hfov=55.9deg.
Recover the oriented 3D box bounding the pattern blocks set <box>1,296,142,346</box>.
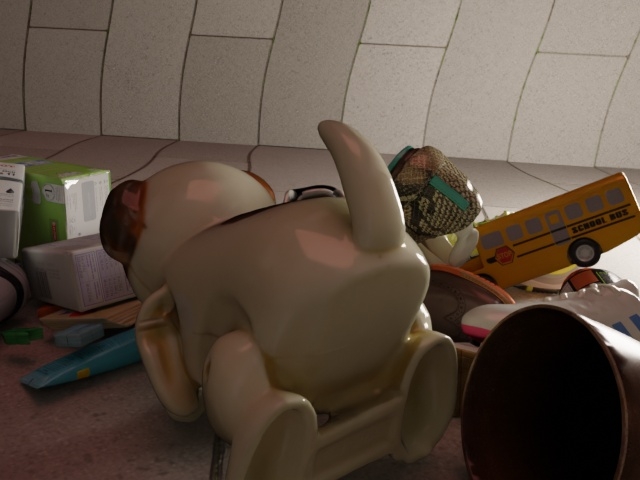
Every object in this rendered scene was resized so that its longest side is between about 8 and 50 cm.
[{"bbox_3d":[-0.317,0.105,0.944,0.285,0.026,0.325,-3,10,33],"label":"pattern blocks set"}]

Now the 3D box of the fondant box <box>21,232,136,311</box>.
[{"bbox_3d":[-0.305,0.026,1.047,0.330,0.096,0.238,-17,12,-40],"label":"fondant box"}]

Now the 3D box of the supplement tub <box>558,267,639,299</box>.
[{"bbox_3d":[0.451,0.116,0.968,0.117,0.117,0.190,6,17,10],"label":"supplement tub"}]

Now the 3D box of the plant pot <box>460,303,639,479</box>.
[{"bbox_3d":[0.298,0.191,0.601,0.230,0.215,0.215,14,12,-20],"label":"plant pot"}]

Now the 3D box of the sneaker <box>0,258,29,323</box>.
[{"bbox_3d":[-0.623,0.088,0.838,0.366,0.137,0.210,3,14,-12],"label":"sneaker"}]

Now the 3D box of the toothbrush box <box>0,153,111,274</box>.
[{"bbox_3d":[-0.553,-0.048,1.184,0.283,0.206,0.122,10,18,24],"label":"toothbrush box"}]

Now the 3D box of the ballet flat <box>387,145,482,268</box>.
[{"bbox_3d":[0.163,-0.011,1.021,0.182,0.164,0.483,37,-9,6],"label":"ballet flat"}]

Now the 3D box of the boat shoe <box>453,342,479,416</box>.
[{"bbox_3d":[0.131,0.159,0.802,0.277,0.098,0.096,6,18,16],"label":"boat shoe"}]

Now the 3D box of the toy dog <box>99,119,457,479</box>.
[{"bbox_3d":[-0.090,0.049,0.670,0.284,0.395,0.408,-22,35,-31],"label":"toy dog"}]

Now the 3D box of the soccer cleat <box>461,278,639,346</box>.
[{"bbox_3d":[0.347,0.109,0.812,0.331,0.143,0.116,15,-6,-12],"label":"soccer cleat"}]

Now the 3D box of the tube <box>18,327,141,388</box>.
[{"bbox_3d":[-0.294,0.157,0.825,0.207,0.052,0.080,-16,2,-41],"label":"tube"}]

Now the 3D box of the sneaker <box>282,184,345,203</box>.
[{"bbox_3d":[-0.002,-0.041,1.057,0.126,0.127,0.321,-6,19,-3],"label":"sneaker"}]

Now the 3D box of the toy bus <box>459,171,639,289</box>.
[{"bbox_3d":[0.385,0.005,1.069,0.332,0.130,0.108,-22,-6,19],"label":"toy bus"}]

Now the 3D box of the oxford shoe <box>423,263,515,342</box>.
[{"bbox_3d":[0.119,0.112,0.942,0.363,0.130,0.133,4,21,36],"label":"oxford shoe"}]

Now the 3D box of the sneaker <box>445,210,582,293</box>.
[{"bbox_3d":[0.336,0.003,1.225,0.384,0.147,0.145,3,35,5],"label":"sneaker"}]

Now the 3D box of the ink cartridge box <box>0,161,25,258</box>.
[{"bbox_3d":[-0.561,-0.059,0.968,0.153,0.087,0.208,4,24,-26],"label":"ink cartridge box"}]
